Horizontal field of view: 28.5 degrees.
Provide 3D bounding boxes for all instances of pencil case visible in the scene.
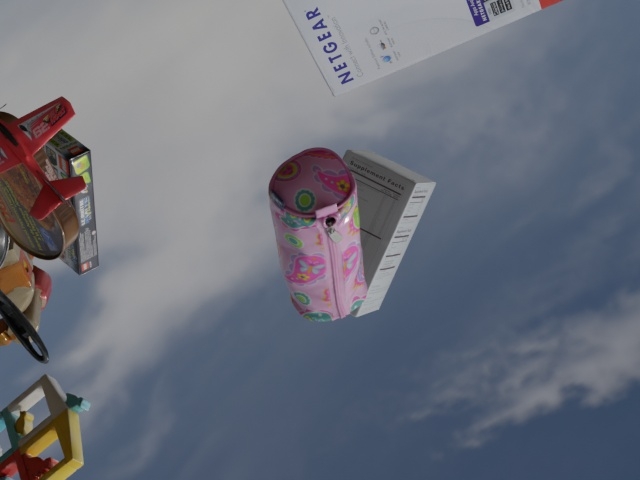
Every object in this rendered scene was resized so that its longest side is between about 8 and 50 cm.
[{"bbox_3d":[0.000,0.000,1.742,0.124,0.284,0.124,-2,-125,3],"label":"pencil case"}]

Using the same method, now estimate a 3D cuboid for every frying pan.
[{"bbox_3d":[-0.521,0.040,1.799,0.197,0.326,0.053,-5,-163,21],"label":"frying pan"}]

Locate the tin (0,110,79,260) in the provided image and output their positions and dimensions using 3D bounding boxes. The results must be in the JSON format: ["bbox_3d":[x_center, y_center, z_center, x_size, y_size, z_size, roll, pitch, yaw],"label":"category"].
[{"bbox_3d":[-0.347,-0.064,1.455,0.106,0.190,0.040,-2,-147,34],"label":"tin"}]

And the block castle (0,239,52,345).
[{"bbox_3d":[-0.668,-0.014,2.140,0.302,0.453,0.213,-18,-148,2],"label":"block castle"}]

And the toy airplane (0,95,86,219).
[{"bbox_3d":[-0.308,-0.085,1.338,0.151,0.151,0.028,-38,164,-18],"label":"toy airplane"}]

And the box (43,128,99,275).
[{"bbox_3d":[-0.367,-0.062,1.783,0.036,0.207,0.114,-30,-130,-35],"label":"box"}]

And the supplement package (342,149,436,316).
[{"bbox_3d":[0.072,-0.015,2.101,0.244,0.139,0.134,-65,164,11],"label":"supplement package"}]

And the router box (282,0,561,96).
[{"bbox_3d":[0.087,-0.337,1.323,0.301,0.335,0.082,-23,-129,9],"label":"router box"}]

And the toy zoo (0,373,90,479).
[{"bbox_3d":[-0.492,0.350,2.058,0.293,0.030,0.192,-39,-133,10],"label":"toy zoo"}]
